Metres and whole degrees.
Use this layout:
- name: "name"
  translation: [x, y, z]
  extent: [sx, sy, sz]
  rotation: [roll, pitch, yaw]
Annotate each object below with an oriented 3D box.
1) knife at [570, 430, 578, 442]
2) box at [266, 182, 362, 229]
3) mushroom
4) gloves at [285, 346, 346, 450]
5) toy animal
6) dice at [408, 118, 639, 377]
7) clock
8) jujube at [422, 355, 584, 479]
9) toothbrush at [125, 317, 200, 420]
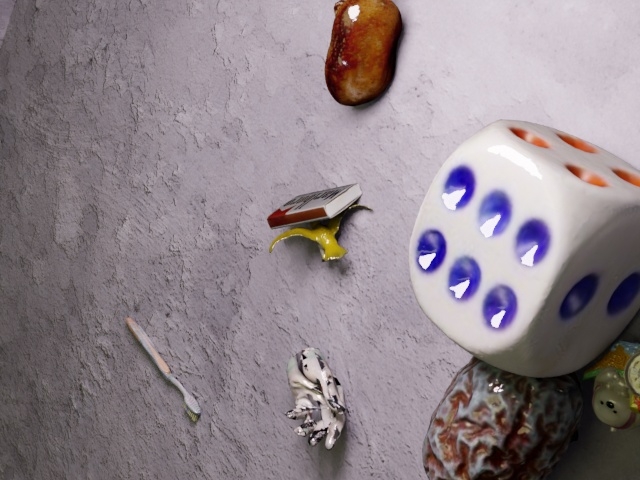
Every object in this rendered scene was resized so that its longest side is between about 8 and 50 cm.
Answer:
- name: "knife"
  translation: [0.375, 0.363, 1.665]
  extent: [0.170, 0.010, 0.023]
  rotation: [-45, 53, 39]
- name: "box"
  translation: [-0.013, -0.068, 1.998]
  extent: [0.177, 0.115, 0.035]
  rotation: [-10, 111, 47]
- name: "mushroom"
  translation: [0.066, -0.394, 1.926]
  extent: [0.217, 0.148, 0.227]
  rotation: [-115, 37, -56]
- name: "gloves"
  translation: [-0.003, 0.325, 1.993]
  extent: [0.128, 0.111, 0.212]
  rotation: [-29, 64, 16]
- name: "toy animal"
  translation: [0.000, 0.000, 2.004]
  extent: [0.155, 0.219, 0.095]
  rotation: [165, 83, -82]
- name: "dice"
  translation: [0.331, 0.009, 1.499]
  extent: [0.277, 0.304, 0.304]
  rotation: [43, 119, 38]
- name: "clock"
  translation: [0.495, 0.228, 1.473]
  extent: [0.231, 0.103, 0.144]
  rotation: [10, 89, 45]
- name: "jujube"
  translation: [0.291, 0.306, 1.601]
  extent: [0.226, 0.226, 0.317]
  rotation: [52, 128, 33]
- name: "toothbrush"
  translation: [-0.397, 0.309, 2.455]
  extent: [0.375, 0.028, 0.037]
  rotation: [47, 129, 35]
